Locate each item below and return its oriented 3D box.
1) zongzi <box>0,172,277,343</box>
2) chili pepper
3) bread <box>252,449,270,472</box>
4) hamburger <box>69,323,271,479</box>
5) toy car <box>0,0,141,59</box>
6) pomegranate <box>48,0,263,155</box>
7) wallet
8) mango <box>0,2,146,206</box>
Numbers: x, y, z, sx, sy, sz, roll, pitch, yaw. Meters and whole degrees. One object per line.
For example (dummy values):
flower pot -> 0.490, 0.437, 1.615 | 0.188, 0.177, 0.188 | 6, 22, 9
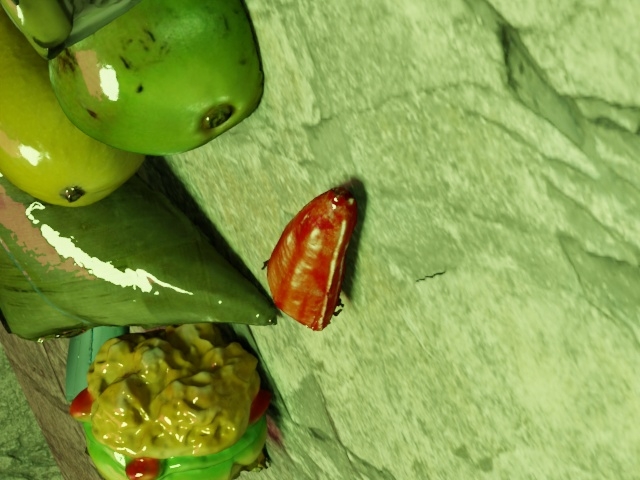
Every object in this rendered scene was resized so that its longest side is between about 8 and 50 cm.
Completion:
zongzi -> -0.253, -0.054, 1.332 | 0.392, 0.174, 0.356 | 0, 122, 38
chili pepper -> 0.000, 0.004, 1.049 | 0.088, 0.065, 0.169 | 53, 151, 20
bread -> -0.135, 0.237, 1.589 | 0.160, 0.169, 0.140 | 23, 159, -11
hamburger -> -0.175, 0.188, 1.411 | 0.237, 0.237, 0.149 | 45, 147, 36
toy car -> -0.168, -0.287, 0.785 | 0.226, 0.242, 0.336 | 56, 176, 7
pomegranate -> -0.169, -0.187, 1.072 | 0.190, 0.159, 0.241 | 15, 125, 57
wallet -> -0.291, 0.095, 1.599 | 0.176, 0.075, 0.251 | 159, 116, -70
mango -> -0.285, -0.173, 1.237 | 0.332, 0.195, 0.142 | 61, 138, 31
